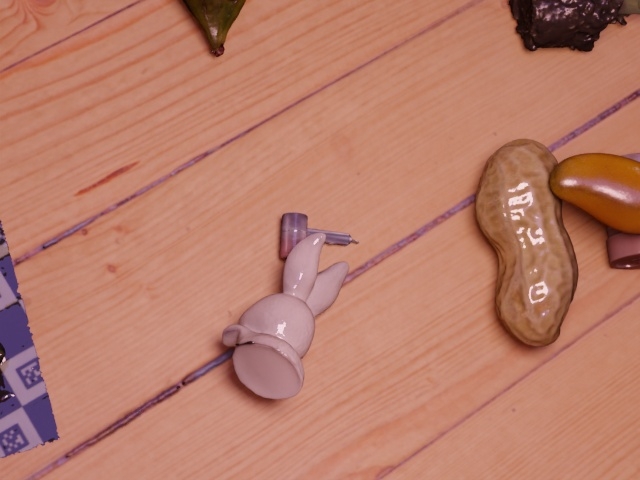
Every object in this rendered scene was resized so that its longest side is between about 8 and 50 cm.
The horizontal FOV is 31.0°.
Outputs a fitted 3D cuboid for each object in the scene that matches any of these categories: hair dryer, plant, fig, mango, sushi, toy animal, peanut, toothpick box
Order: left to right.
[{"bbox_3d":[-0.522,0.135,1.441,0.320,0.069,0.339,-14,78,-15],"label":"sushi"},{"bbox_3d":[-0.166,-0.367,1.643,0.133,0.126,0.185,-6,118,-44],"label":"fig"},{"bbox_3d":[-0.048,0.098,1.541,0.104,0.130,0.221,49,43,-24],"label":"toy animal"},{"bbox_3d":[0.000,0.000,1.604,0.114,0.037,0.063,7,75,-17],"label":"hair dryer"},{"bbox_3d":[0.287,0.000,1.612,0.136,0.120,0.298,-3,75,-16],"label":"peanut"},{"bbox_3d":[0.392,-0.360,1.733,0.203,0.142,0.131,-17,69,-6],"label":"plant"},{"bbox_3d":[0.400,-0.067,1.580,0.184,0.085,0.102,15,63,-2],"label":"mango"},{"bbox_3d":[0.460,-0.041,1.670,0.098,0.098,0.149,1,74,-11],"label":"toothpick box"}]
